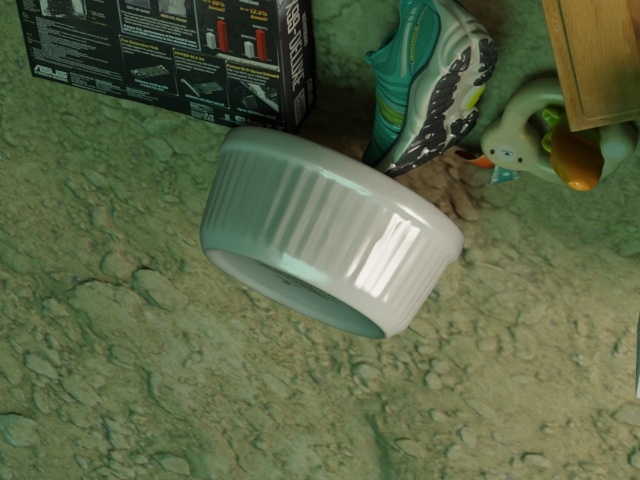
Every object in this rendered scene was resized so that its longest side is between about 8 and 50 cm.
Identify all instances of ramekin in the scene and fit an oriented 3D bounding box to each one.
[{"bbox_3d":[0.000,0.000,2.002,0.273,0.127,0.273,25,170,5],"label":"ramekin"}]

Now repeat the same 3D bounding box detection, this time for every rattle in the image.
[{"bbox_3d":[0.198,-0.064,1.886,0.200,0.142,0.130,-18,140,36],"label":"rattle"}]

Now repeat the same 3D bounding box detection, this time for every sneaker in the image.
[{"bbox_3d":[0.094,-0.150,1.907,0.110,0.107,0.275,54,151,18],"label":"sneaker"}]

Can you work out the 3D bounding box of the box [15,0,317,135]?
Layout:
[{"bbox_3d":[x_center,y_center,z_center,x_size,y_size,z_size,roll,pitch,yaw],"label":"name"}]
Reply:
[{"bbox_3d":[-0.162,-0.240,1.967,0.307,0.076,0.242,15,139,18],"label":"box"}]

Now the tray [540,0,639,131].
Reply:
[{"bbox_3d":[0.264,-0.272,1.579,0.203,0.076,0.411,-10,136,11],"label":"tray"}]

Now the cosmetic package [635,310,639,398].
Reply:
[{"bbox_3d":[0.443,0.019,1.768,0.284,0.097,0.377,3,143,4],"label":"cosmetic package"}]
